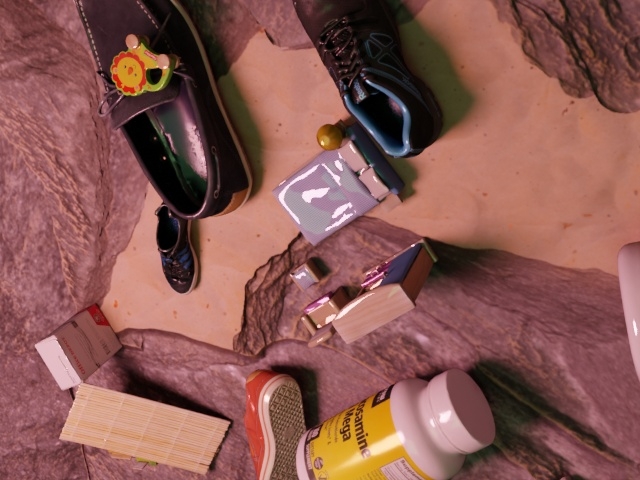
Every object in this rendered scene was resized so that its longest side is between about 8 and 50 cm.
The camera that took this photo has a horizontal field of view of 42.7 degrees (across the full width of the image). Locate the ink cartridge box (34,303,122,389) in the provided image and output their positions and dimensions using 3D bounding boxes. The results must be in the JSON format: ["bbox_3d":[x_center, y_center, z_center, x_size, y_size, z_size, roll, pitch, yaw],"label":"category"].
[{"bbox_3d":[-0.482,0.212,1.637,0.063,0.150,0.109,-23,102,26],"label":"ink cartridge box"}]

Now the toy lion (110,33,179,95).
[{"bbox_3d":[-0.282,-0.268,1.286,0.100,0.034,0.096,33,113,13],"label":"toy lion"}]

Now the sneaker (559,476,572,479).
[{"bbox_3d":[0.513,0.489,1.436,0.232,0.090,0.115,18,112,11],"label":"sneaker"}]

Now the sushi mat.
[{"bbox_3d":[-0.354,0.386,1.663,0.317,0.019,0.151,18,111,-14],"label":"sushi mat"}]

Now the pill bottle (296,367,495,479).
[{"bbox_3d":[0.133,0.361,1.460,0.334,0.188,0.188,-34,97,27],"label":"pill bottle"}]

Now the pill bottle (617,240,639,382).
[{"bbox_3d":[0.645,0.084,1.143,0.408,0.229,0.229,-10,107,22],"label":"pill bottle"}]

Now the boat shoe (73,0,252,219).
[{"bbox_3d":[-0.280,-0.255,1.378,0.187,0.156,0.500,-21,101,27],"label":"boat shoe"}]

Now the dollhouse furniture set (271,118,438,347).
[{"bbox_3d":[0.000,0.000,1.356,0.286,0.198,0.303,-33,97,27],"label":"dollhouse furniture set"}]

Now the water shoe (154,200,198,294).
[{"bbox_3d":[-0.280,0.017,1.527,0.073,0.080,0.203,5,112,18],"label":"water shoe"}]

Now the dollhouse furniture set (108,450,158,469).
[{"bbox_3d":[-0.408,0.449,1.759,0.152,0.058,0.076,1,111,19],"label":"dollhouse furniture set"}]

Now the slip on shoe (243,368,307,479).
[{"bbox_3d":[-0.091,0.393,1.608,0.101,0.123,0.331,26,128,45],"label":"slip on shoe"}]

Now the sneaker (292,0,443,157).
[{"bbox_3d":[0.067,-0.277,1.253,0.125,0.139,0.340,-35,95,29],"label":"sneaker"}]
